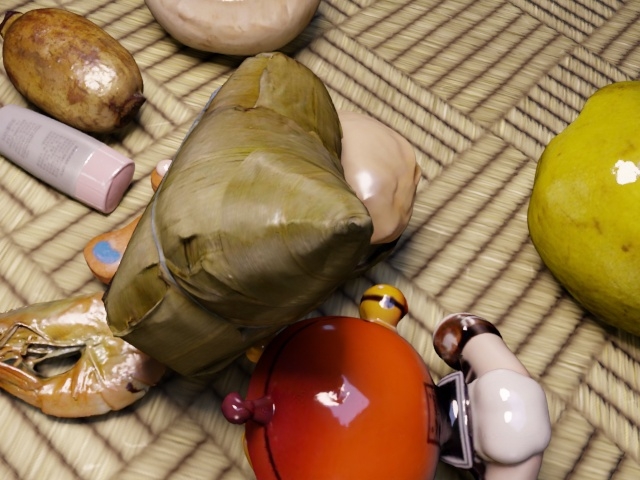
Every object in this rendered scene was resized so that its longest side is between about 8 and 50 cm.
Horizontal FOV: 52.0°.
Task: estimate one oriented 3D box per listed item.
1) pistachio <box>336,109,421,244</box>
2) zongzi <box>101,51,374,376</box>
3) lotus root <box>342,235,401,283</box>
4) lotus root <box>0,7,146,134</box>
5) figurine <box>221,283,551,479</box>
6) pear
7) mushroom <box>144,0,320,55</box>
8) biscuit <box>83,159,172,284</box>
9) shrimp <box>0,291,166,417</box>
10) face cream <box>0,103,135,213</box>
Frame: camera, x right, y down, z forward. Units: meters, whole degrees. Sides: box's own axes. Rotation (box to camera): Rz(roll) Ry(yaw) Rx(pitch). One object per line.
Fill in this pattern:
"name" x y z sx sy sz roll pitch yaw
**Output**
"pistachio" 0.043 -0.083 0.816 0.152 0.126 0.223 -29 45 10
"zongzi" -0.027 -0.079 0.602 0.174 0.393 0.356 30 58 -18
"lotus root" 0.003 -0.002 0.869 0.203 0.078 0.183 -26 52 -29
"lotus root" -0.362 -0.249 0.934 0.260 0.128 0.145 37 86 12
"figurine" 0.059 0.186 0.674 0.323 0.196 0.320 2 65 -10
"pear" 0.432 -0.019 0.845 0.287 0.287 0.375 -31 85 -26
"mushroom" -0.135 -0.442 1.013 0.297 0.290 0.297 4 55 -6
"biscuit" -0.142 -0.048 0.827 0.205 0.049 0.324 25 52 23
"shrimp" -0.302 0.127 0.739 0.267 0.061 0.145 1 65 -12
"face cream" -0.351 -0.115 0.890 0.198 0.057 0.084 28 88 8
